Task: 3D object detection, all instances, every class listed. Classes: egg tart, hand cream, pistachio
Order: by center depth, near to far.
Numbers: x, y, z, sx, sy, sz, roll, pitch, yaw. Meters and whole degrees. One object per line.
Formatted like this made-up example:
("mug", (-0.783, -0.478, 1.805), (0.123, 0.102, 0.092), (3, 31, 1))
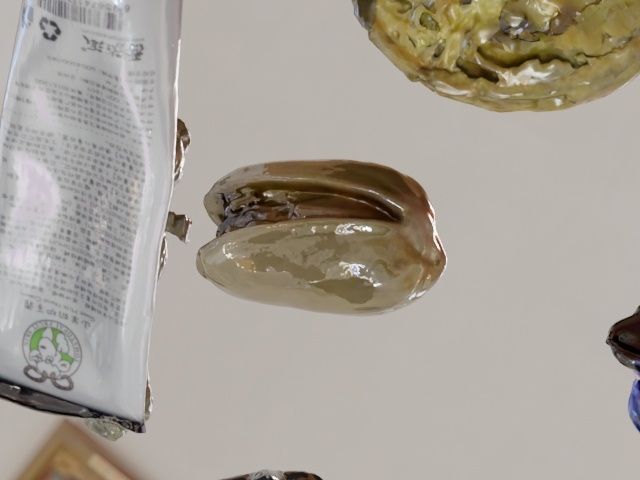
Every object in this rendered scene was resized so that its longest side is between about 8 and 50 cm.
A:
("hand cream", (-0.134, -0.040, 1.047), (0.121, 0.336, 0.076), (19, -151, 13))
("egg tart", (0.143, -0.230, 1.350), (0.291, 0.291, 0.107), (36, 176, 20))
("pistachio", (0.000, 0.000, 1.529), (0.206, 0.130, 0.131), (2, 144, 16))

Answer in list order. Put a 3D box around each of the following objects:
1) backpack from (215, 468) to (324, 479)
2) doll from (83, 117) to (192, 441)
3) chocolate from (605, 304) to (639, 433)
("backpack", (-0.019, 0.338, 1.319), (0.317, 0.197, 0.283), (-134, 31, -69))
("doll", (-0.171, 0.024, 1.692), (0.091, 0.202, 0.286), (17, 135, 40))
("chocolate", (0.296, 0.140, 1.010), (0.343, 0.148, 0.126), (33, 144, -16))
